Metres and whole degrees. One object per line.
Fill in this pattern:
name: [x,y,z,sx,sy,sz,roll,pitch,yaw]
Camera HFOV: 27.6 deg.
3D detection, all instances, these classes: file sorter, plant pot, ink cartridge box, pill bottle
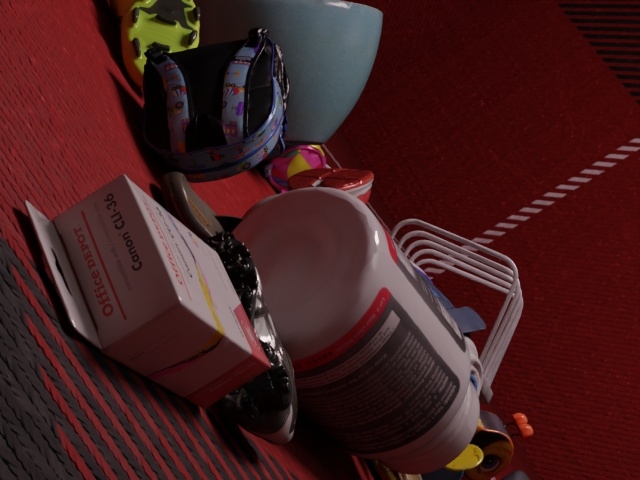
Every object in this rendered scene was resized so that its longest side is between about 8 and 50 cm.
file sorter: [0.170,0.101,1.803,0.193,0.173,0.277,23,-7,14]
plant pot: [-0.056,-0.241,1.918,0.290,0.290,0.195,-8,100,-82]
ink cartridge box: [-0.119,0.034,0.920,0.115,0.067,0.198,62,8,28]
pill bottle: [0.040,0.104,1.264,0.318,0.176,0.176,51,10,-46]

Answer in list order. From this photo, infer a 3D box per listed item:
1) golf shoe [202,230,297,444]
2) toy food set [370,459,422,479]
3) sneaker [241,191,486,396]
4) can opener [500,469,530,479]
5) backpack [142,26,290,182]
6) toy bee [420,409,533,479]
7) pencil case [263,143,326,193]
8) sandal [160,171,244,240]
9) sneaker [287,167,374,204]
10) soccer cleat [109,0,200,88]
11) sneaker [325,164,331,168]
golf shoe: [-0.069,0.084,1.078,0.094,0.077,0.198,66,4,-52]
toy food set: [0.088,0.269,1.482,0.192,0.039,0.132,62,7,-54]
sneaker: [0.063,0.089,1.485,0.323,0.130,0.236,31,21,-40]
can opener: [0.252,0.364,1.921,0.076,0.095,0.283,58,7,14]
backpack: [-0.109,-0.128,1.385,0.173,0.158,0.117,-95,174,-46]
toy bee: [0.178,0.245,1.673,0.298,0.162,0.195,50,8,-46]
pencil case: [-0.067,-0.169,2.091,0.104,0.104,0.236,52,11,-40]
sandal: [-0.084,0.003,1.323,0.219,0.060,0.090,54,8,-34]
sneaker: [0.000,0.000,1.407,0.221,0.087,0.128,-36,128,-62]
soccer cleat: [-0.208,-0.272,1.575,0.093,0.121,0.289,10,48,-24]
sneaker: [0.014,-0.038,2.114,0.228,0.086,0.132,59,9,1]
